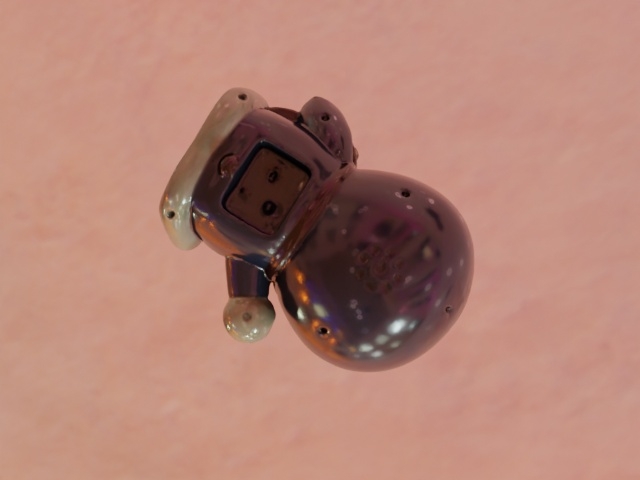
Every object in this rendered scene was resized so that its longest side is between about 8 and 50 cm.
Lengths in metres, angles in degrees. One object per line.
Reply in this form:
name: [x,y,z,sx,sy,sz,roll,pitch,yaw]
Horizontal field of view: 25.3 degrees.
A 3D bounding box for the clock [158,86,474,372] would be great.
clock: [0.000,0.000,1.103,0.243,0.146,0.199,33,83,4]
